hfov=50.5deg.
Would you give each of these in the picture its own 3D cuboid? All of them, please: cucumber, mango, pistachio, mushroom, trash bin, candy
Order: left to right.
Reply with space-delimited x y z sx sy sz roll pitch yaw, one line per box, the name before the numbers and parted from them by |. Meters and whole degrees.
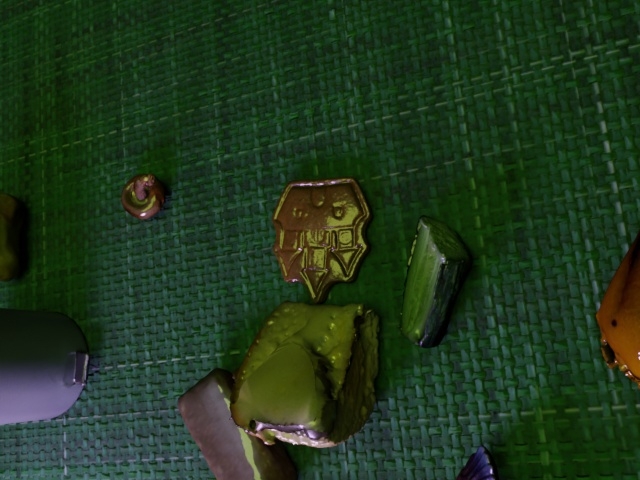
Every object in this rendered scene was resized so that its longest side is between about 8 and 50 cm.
trash bin | -0.602 0.231 1.250 0.277 0.262 0.217 -2 81 23
pistachio | -0.677 -0.008 1.409 0.110 0.100 0.189 -6 80 19
mushroom | -0.326 -0.089 1.279 0.129 0.073 0.088 -25 53 53
candy | -0.137 0.329 1.120 0.104 0.102 0.234 -39 68 13
cucumber | 0.179 0.066 1.037 0.115 0.086 0.193 20 92 69
mango | 0.480 0.065 0.867 0.201 0.152 0.287 38 95 34

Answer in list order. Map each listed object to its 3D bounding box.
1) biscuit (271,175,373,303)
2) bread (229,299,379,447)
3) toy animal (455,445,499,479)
biscuit | -0.001 0.000 1.149 0.182 0.034 0.215 -2 81 23
bread | -0.023 0.217 1.058 0.204 0.162 0.262 5 42 25
toy animal | 0.236 0.405 0.937 0.179 0.116 0.218 -32 77 15
